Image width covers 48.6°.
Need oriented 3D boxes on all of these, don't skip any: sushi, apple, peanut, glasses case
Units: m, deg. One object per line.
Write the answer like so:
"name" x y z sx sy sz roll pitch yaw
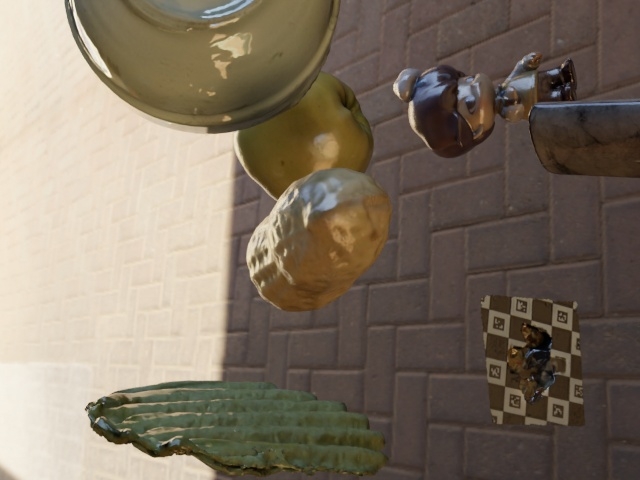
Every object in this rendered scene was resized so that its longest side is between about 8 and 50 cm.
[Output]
"sushi" 0.344 0.200 1.176 0.040 0.192 0.210 138 135 -65
"apple" -0.028 -0.193 1.351 0.262 0.262 0.262 -18 68 54
"peanut" 0.000 0.000 0.700 0.256 0.123 0.124 136 134 -66
"glasses case" 0.405 -0.128 0.863 0.299 0.114 0.060 8 51 48

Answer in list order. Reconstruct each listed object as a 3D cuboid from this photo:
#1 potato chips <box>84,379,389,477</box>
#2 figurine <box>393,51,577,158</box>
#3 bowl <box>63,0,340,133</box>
"potato chips" -0.121 0.261 1.009 0.358 0.429 0.070 8 89 57
"figurine" 0.358 -0.305 1.551 0.365 0.206 0.218 -14 72 40
"bowl" -0.123 -0.275 0.746 0.163 0.307 0.307 168 110 -84
